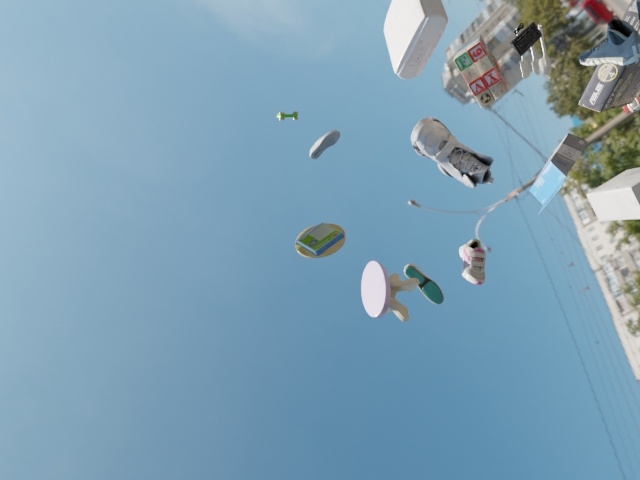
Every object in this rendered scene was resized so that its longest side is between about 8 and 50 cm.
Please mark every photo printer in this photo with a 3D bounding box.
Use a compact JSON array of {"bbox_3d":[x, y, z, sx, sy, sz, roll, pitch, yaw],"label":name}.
[{"bbox_3d":[0.319,-0.768,1.538,0.107,0.256,0.308,3,-119,-16],"label":"photo printer"}]

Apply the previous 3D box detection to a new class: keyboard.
[{"bbox_3d":[0.881,-0.880,1.895,0.180,0.023,0.108,-44,-83,-20],"label":"keyboard"}]

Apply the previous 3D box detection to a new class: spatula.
[{"bbox_3d":[1.020,-0.908,2.109,0.168,0.019,0.242,-14,-86,-8],"label":"spatula"}]

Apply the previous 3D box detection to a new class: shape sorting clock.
[{"bbox_3d":[0.000,0.000,1.758,0.206,0.206,0.040,-71,-29,-48],"label":"shape sorting clock"}]

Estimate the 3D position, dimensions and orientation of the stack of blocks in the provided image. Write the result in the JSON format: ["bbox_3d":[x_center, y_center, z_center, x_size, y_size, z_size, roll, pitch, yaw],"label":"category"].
[{"bbox_3d":[0.519,-0.555,1.421,0.171,0.087,0.297,53,-148,-13],"label":"stack of blocks"}]

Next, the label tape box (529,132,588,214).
[{"bbox_3d":[1.135,-0.325,2.145,0.106,0.241,0.334,34,-115,17],"label":"label tape box"}]

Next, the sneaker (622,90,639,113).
[{"bbox_3d":[1.344,-0.641,1.843,0.088,0.092,0.225,21,-100,-34],"label":"sneaker"}]

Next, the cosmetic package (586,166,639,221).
[{"bbox_3d":[1.227,-0.188,1.709,0.224,0.224,0.138,-29,-88,-8],"label":"cosmetic package"}]

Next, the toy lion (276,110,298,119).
[{"bbox_3d":[-0.141,-0.529,1.865,0.100,0.034,0.096,-9,-161,-23],"label":"toy lion"}]

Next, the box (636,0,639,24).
[{"bbox_3d":[0.931,-0.514,1.097,0.293,0.073,0.296,-83,-24,-76],"label":"box"}]

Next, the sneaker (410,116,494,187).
[{"bbox_3d":[0.486,-0.309,1.576,0.365,0.137,0.210,26,-170,-45],"label":"sneaker"}]

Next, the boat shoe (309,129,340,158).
[{"bbox_3d":[0.016,-0.566,2.521,0.083,0.226,0.076,32,-149,-40],"label":"boat shoe"}]

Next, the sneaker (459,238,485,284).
[{"bbox_3d":[0.719,0.091,2.056,0.102,0.111,0.252,7,-132,-8],"label":"sneaker"}]

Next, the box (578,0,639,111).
[{"bbox_3d":[1.106,-0.667,1.544,0.318,0.395,0.097,-23,-132,-36],"label":"box"}]

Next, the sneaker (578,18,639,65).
[{"bbox_3d":[0.896,-0.621,1.365,0.132,0.086,0.229,56,178,-26],"label":"sneaker"}]

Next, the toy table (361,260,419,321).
[{"bbox_3d":[0.296,0.226,1.929,0.160,0.252,0.274,18,-127,-23],"label":"toy table"}]

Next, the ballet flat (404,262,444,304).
[{"bbox_3d":[0.512,0.208,2.166,0.248,0.086,0.086,48,-142,3],"label":"ballet flat"}]
